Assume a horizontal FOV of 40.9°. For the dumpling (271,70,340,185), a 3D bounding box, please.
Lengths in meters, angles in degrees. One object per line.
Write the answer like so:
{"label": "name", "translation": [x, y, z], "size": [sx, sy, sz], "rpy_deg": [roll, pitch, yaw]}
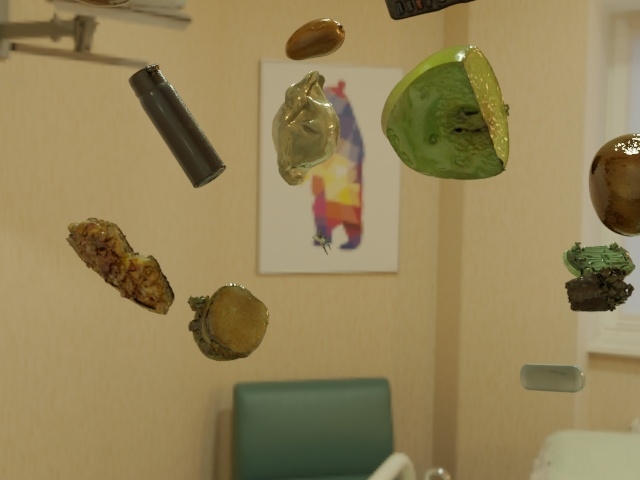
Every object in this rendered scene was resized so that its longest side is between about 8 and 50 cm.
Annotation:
{"label": "dumpling", "translation": [-0.039, -0.244, 1.827], "size": [0.147, 0.258, 0.193], "rpy_deg": [13, -6, 19]}

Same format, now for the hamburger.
{"label": "hamburger", "translation": [-0.205, 0.173, 1.810], "size": [0.185, 0.159, 0.131], "rpy_deg": [39, -27, -17]}

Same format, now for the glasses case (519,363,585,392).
{"label": "glasses case", "translation": [0.579, 0.344, 2.147], "size": [0.045, 0.067, 0.178], "rpy_deg": [3, -7, -43]}

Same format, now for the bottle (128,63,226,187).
{"label": "bottle", "translation": [-0.272, -0.215, 1.608], "size": [0.072, 0.244, 0.082], "rpy_deg": [-32, -1, -41]}

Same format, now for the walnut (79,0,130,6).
{"label": "walnut", "translation": [-0.461, -0.562, 1.658], "size": [0.298, 0.203, 0.203], "rpy_deg": [-4, 6, -42]}

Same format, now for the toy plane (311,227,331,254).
{"label": "toy plane", "translation": [0.003, -0.001, 2.172], "size": [0.024, 0.078, 0.084], "rpy_deg": [-22, 25, -17]}

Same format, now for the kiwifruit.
{"label": "kiwifruit", "translation": [0.691, -0.117, 1.896], "size": [0.196, 0.234, 0.196], "rpy_deg": [-8, 38, 6]}

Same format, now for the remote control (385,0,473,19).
{"label": "remote control", "translation": [0.317, -0.586, 1.843], "size": [0.398, 0.145, 0.062], "rpy_deg": [-7, 28, 29]}

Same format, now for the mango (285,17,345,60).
{"label": "mango", "translation": [-0.011, -0.361, 1.545], "size": [0.114, 0.060, 0.080], "rpy_deg": [-20, -11, -2]}

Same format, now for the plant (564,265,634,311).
{"label": "plant", "translation": [0.618, 0.113, 1.902], "size": [0.143, 0.092, 0.094], "rpy_deg": [-16, 35, 14]}

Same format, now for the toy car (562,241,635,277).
{"label": "toy car", "translation": [0.665, 0.053, 2.069], "size": [0.186, 0.093, 0.058], "rpy_deg": [-2, -37, -16]}

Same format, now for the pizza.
{"label": "pizza", "translation": [-0.448, 0.058, 1.903], "size": [0.085, 0.305, 0.161], "rpy_deg": [-42, -12, -38]}

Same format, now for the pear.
{"label": "pear", "translation": [0.313, -0.329, 2.259], "size": [0.318, 0.342, 0.238], "rpy_deg": [-12, 29, 28]}
